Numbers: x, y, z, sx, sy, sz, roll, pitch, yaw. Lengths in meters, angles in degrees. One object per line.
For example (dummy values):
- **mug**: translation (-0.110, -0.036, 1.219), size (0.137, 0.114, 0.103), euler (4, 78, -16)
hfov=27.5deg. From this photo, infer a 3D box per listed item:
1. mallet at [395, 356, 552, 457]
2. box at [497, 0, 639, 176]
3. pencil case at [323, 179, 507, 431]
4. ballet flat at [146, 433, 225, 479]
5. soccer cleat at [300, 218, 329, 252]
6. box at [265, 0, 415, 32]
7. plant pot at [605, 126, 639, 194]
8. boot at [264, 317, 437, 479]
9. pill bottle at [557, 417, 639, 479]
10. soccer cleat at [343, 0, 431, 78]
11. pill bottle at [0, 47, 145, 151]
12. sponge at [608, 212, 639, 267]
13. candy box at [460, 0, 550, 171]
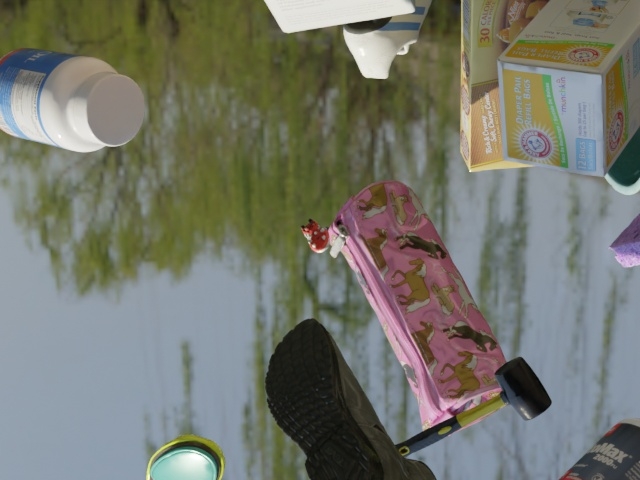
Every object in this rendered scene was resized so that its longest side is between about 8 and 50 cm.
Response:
- **mallet**: translation (0.150, 0.180, 1.386), size (0.189, 0.062, 0.039), euler (-24, -174, 26)
- **box**: translation (0.257, -0.163, 1.252), size (0.103, 0.114, 0.203), euler (12, -142, 29)
- **pencil case**: translation (0.148, 0.102, 1.942), size (0.167, 0.386, 0.160), euler (-24, 159, -11)
- **ballet flat**: translation (-0.155, 0.263, 1.459), size (0.077, 0.231, 0.077), euler (26, -135, -2)
- **soccer cleat**: translation (0.000, 0.000, 1.581), size (0.029, 0.035, 0.083), euler (-41, -157, 0)
- **box**: translation (-0.012, -0.408, 1.432), size (0.168, 0.215, 0.345), euler (-7, 160, 12)
- **plant pot**: translation (0.531, -0.259, 1.715), size (0.334, 0.341, 0.341), euler (-12, -163, -3)
- **boot**: translation (0.041, 0.196, 1.251), size (0.161, 0.083, 0.246), euler (37, -162, -38)
- **pill bottle**: translation (0.346, 0.261, 1.448), size (0.180, 0.108, 0.108), euler (-37, -147, -25)
- **soccer cleat**: translation (0.134, -0.408, 2.225), size (0.116, 0.143, 0.331), euler (11, -131, 30)
- **pill bottle**: translation (-0.329, -0.181, 1.699), size (0.124, 0.124, 0.221), euler (-17, -158, -42)
- **sponge**: translation (0.365, -0.030, 1.230), size (0.117, 0.031, 0.210), euler (-43, -174, -15)
- **candy box**: translation (0.319, -0.272, 2.073), size (0.182, 0.317, 0.087), euler (-5, -150, -3)
